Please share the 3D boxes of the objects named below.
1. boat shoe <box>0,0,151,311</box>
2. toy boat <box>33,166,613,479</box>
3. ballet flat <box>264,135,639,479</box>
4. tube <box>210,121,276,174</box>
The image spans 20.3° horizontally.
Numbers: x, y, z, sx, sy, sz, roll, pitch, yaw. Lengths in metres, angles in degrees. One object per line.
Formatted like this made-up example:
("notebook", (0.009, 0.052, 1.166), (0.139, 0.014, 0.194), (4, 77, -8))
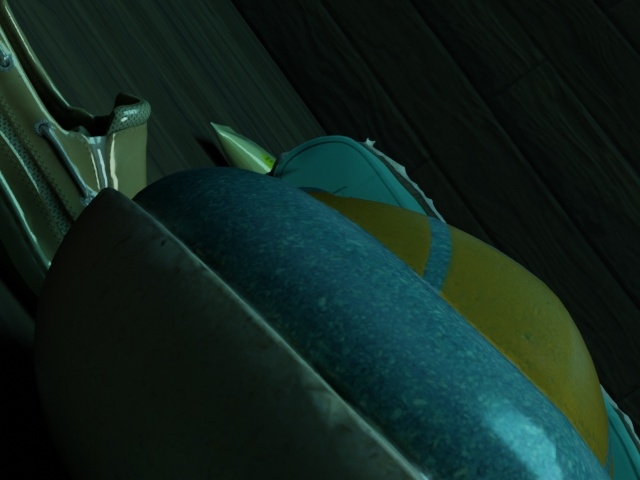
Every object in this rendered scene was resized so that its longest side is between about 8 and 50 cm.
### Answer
("boat shoe", (-0.087, -0.024, 0.626), (0.190, 0.072, 0.068), (52, 5, -22))
("toy boat", (-0.025, 0.001, 0.470), (0.318, 0.148, 0.267), (48, -6, -17))
("ballet flat", (0.084, 0.099, 1.113), (0.409, 0.147, 0.147), (58, 7, 37))
("tube", (0.000, 0.000, 1.378), (0.240, 0.062, 0.070), (49, -36, 4))
